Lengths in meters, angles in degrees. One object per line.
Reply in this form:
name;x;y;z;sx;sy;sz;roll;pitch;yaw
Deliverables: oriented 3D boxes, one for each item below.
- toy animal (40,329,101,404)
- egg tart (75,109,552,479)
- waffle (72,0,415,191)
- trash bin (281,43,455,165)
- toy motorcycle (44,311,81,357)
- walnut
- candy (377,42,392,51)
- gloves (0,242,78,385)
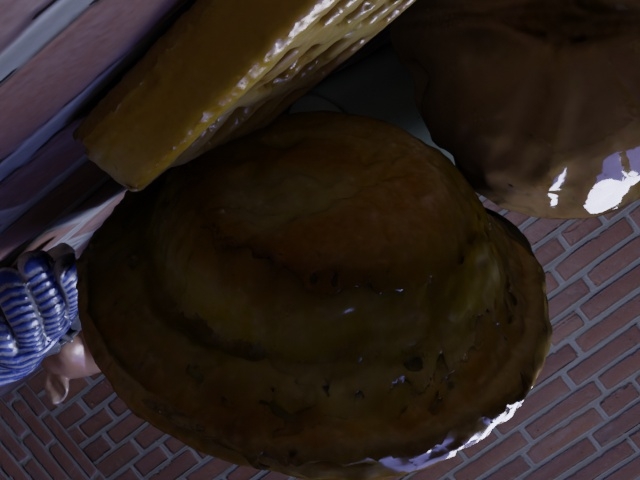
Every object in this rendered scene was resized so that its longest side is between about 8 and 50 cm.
toy animal;-0.416;0.164;1.278;0.250;0.154;0.166;-34;-167;18
egg tart;0.000;0.000;0.631;0.443;0.443;0.178;-42;150;-42
waffle;-0.018;-0.140;0.465;0.221;0.055;0.248;-36;-176;26
trash bin;0.181;-0.188;1.056;0.432;0.281;0.280;-30;180;-25
toy motorcycle;-0.391;0.113;1.048;0.122;0.080;0.215;-30;-166;50
walnut;0.258;-0.198;0.747;0.383;0.384;0.383;-38;-176;3
candy;0.143;-0.312;1.258;0.271;0.101;0.143;-35;-178;-39
gloves;-0.301;0.077;0.681;0.229;0.097;0.119;-41;-149;36
